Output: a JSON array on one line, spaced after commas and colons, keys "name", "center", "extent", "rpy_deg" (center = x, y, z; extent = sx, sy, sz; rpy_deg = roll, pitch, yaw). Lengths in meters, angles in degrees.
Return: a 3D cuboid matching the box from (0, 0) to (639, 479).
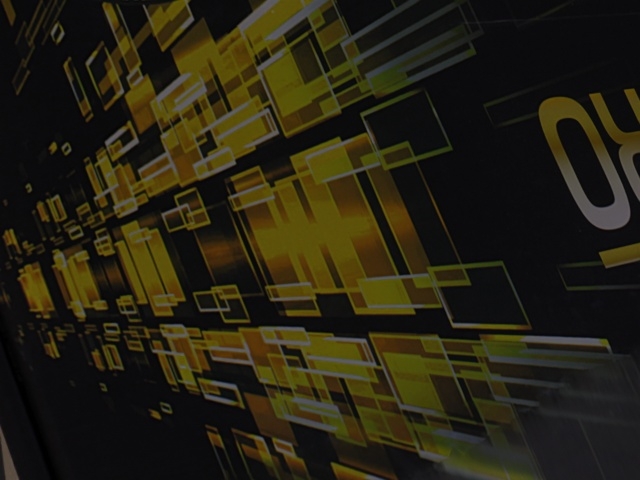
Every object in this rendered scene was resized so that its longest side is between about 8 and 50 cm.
[{"name": "box", "center": [0.042, -0.016, 0.460], "extent": [0.097, 0.395, 0.318], "rpy_deg": [-34, 72, 46]}]
